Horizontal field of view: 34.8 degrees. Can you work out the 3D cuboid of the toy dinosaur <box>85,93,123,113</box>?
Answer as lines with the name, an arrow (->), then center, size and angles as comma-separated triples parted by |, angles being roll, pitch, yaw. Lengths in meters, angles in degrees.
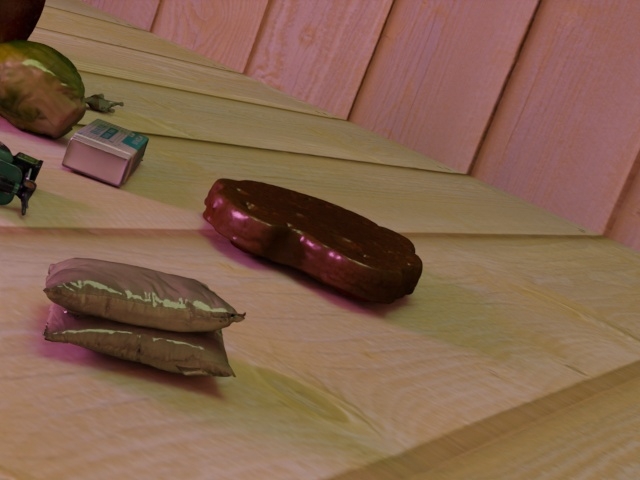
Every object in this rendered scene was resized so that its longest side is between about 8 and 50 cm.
toy dinosaur -> -0.435, -0.271, 2.020 | 0.058, 0.037, 0.180 | 0, -2, 20

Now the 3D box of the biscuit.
biscuit -> 0.000, 0.000, 1.495 | 0.358, 0.074, 0.381 | 14, 17, -22

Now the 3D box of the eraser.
eraser -> -0.332, -0.140, 1.598 | 0.095, 0.052, 0.225 | 21, 13, -7

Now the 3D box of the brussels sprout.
brussels sprout -> -0.463, -0.250, 1.647 | 0.180, 0.144, 0.161 | 42, -11, -9

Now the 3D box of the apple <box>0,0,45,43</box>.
apple -> -0.636, -0.451, 1.739 | 0.277, 0.348, 0.348 | 33, 17, 25

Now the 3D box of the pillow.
pillow -> -0.171, 0.066, 0.942 | 0.181, 0.078, 0.134 | 13, 12, -19

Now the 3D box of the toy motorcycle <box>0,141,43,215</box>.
toy motorcycle -> -0.395, -0.083, 1.252 | 0.100, 0.058, 0.173 | 23, 10, -15
